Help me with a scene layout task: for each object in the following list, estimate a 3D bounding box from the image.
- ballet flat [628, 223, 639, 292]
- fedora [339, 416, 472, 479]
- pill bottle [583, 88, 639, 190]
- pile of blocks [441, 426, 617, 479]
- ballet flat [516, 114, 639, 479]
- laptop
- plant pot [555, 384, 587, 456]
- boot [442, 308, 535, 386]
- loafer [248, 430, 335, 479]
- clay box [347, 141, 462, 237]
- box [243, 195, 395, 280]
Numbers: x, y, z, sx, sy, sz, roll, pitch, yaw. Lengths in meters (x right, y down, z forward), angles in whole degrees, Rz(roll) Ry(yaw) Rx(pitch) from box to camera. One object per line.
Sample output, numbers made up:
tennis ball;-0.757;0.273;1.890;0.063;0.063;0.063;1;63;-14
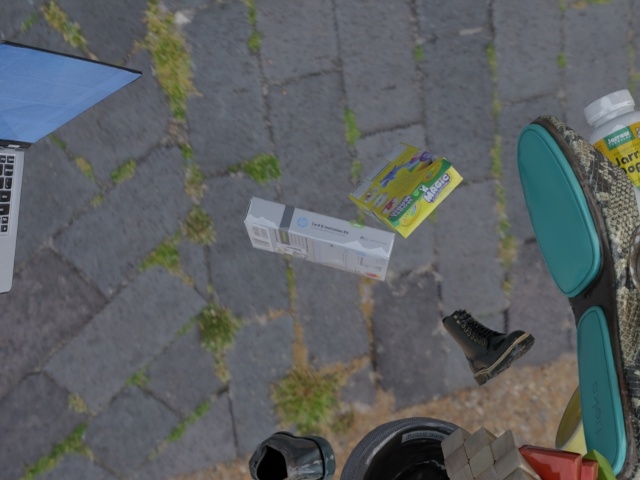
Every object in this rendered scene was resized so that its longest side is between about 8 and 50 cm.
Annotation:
ballet flat;0.238;0.029;0.442;0.206;0.067;0.073;25;111;13
fedora;0.151;0.413;1.601;0.275;0.244;0.124;-51;161;-38
pill bottle;0.550;-0.156;1.801;0.117;0.117;0.208;-20;80;-12
pile of blocks;0.251;0.257;0.750;0.112;0.149;0.362;-43;90;19
ballet flat;0.377;0.066;1.251;0.182;0.164;0.483;-4;67;-13
laptop;-0.485;-0.085;1.549;0.236;0.382;0.408;9;95;19
plant pot;0.563;0.355;1.812;0.239;0.254;0.254;26;100;4
boot;0.271;0.158;1.703;0.077;0.198;0.137;-27;75;-26
loafer;-0.071;0.367;1.678;0.084;0.267;0.096;-8;79;-30
clay box;0.132;-0.079;1.565;0.127;0.222;0.053;-46;111;-1
box;0.000;0.000;1.307;0.186;0.145;0.038;15;78;5
